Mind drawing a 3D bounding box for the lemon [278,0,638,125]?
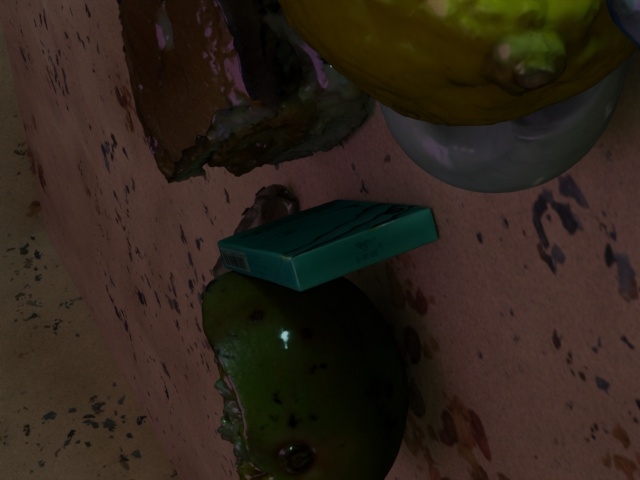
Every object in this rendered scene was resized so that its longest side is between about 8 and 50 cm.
[{"bbox_3d":[0.084,-0.206,0.609,0.322,0.268,0.268,-90,-2,-50],"label":"lemon"}]

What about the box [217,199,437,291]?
[{"bbox_3d":[0.000,0.000,1.163,0.226,0.160,0.042,10,119,65],"label":"box"}]

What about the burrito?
[{"bbox_3d":[-0.086,-0.005,1.481,0.060,0.087,0.226,55,152,11],"label":"burrito"}]

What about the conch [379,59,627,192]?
[{"bbox_3d":[0.136,-0.124,0.781,0.221,0.120,0.185,28,119,50],"label":"conch"}]

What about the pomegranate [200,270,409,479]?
[{"bbox_3d":[-0.007,0.152,1.289,0.358,0.216,0.310,-84,-20,-66],"label":"pomegranate"}]

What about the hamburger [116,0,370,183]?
[{"bbox_3d":[-0.099,-0.211,1.170,0.318,0.195,0.277,-20,88,66],"label":"hamburger"}]

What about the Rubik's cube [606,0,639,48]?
[{"bbox_3d":[0.211,-0.155,0.450,0.254,0.254,0.254,50,152,40],"label":"Rubik's cube"}]
